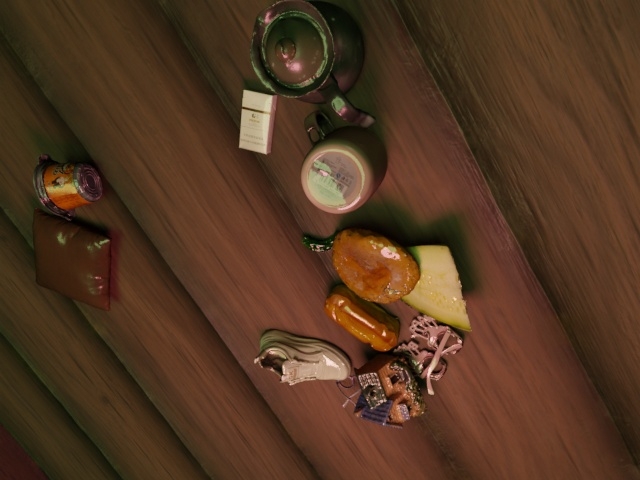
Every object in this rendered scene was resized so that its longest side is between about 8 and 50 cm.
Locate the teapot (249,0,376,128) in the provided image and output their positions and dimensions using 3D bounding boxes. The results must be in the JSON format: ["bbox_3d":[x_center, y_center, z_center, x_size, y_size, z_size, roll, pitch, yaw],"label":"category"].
[{"bbox_3d":[-0.024,-0.371,0.896,0.223,0.285,0.306,-10,107,20],"label":"teapot"}]

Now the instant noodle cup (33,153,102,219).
[{"bbox_3d":[-0.771,-0.173,1.275,0.125,0.178,0.208,-9,128,6],"label":"instant noodle cup"}]

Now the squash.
[{"bbox_3d":[0.267,0.120,1.083,0.154,0.204,0.237,-17,104,-1],"label":"squash"}]

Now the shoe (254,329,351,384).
[{"bbox_3d":[-0.068,0.392,1.290,0.315,0.159,0.124,14,113,14],"label":"shoe"}]

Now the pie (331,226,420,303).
[{"bbox_3d":[0.137,0.070,1.104,0.273,0.069,0.274,27,141,24],"label":"pie"}]

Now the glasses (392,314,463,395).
[{"bbox_3d":[0.301,0.335,1.193,0.162,0.095,0.256,28,115,15],"label":"glasses"}]

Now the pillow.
[{"bbox_3d":[-0.857,0.070,1.422,0.305,0.108,0.308,19,115,7],"label":"pillow"}]

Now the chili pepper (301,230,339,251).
[{"bbox_3d":[0.002,0.008,1.180,0.117,0.035,0.056,-9,107,19],"label":"chili pepper"}]

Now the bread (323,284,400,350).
[{"bbox_3d":[0.121,0.230,1.204,0.245,0.094,0.102,36,122,0],"label":"bread"}]

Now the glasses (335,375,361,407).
[{"bbox_3d":[0.101,0.477,1.301,0.139,0.104,0.063,-15,108,25],"label":"glasses"}]

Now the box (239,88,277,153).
[{"bbox_3d":[-0.169,-0.318,1.098,0.083,0.040,0.155,16,114,13],"label":"box"}]

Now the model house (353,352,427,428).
[{"bbox_3d":[0.179,0.452,1.203,0.166,0.172,0.183,-13,97,58],"label":"model house"}]

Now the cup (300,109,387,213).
[{"bbox_3d":[0.040,-0.197,0.994,0.191,0.200,0.253,-27,101,24],"label":"cup"}]
